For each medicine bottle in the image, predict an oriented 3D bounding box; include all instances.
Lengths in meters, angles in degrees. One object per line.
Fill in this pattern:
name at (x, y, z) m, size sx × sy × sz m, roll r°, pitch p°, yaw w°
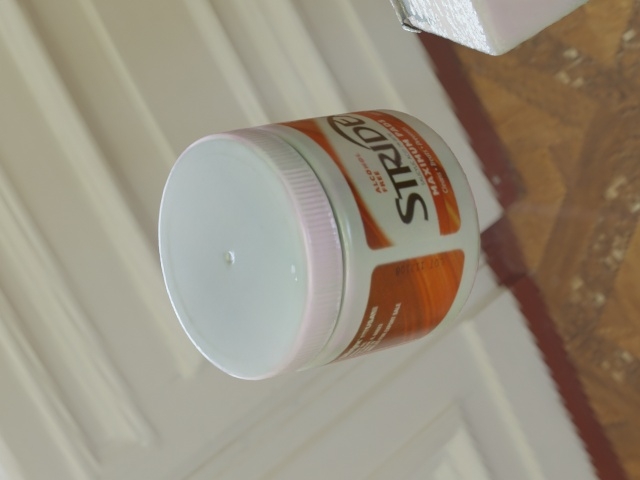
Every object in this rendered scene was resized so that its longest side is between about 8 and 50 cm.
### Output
medicine bottle at (0.000, 0.000, 1.716) m, size 0.252 × 0.240 × 0.253 m, roll 16°, pitch 112°, yaw 47°

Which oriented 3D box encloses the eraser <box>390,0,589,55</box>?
eraser at (0.042, -0.244, 0.862) m, size 0.287 × 0.086 × 0.130 m, roll 63°, pitch 166°, yaw -24°
